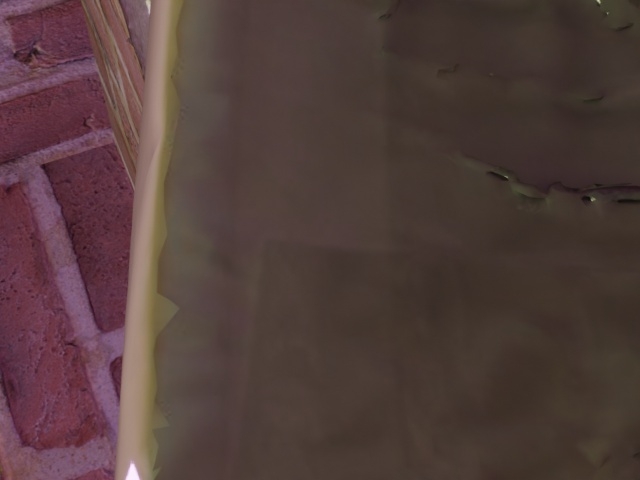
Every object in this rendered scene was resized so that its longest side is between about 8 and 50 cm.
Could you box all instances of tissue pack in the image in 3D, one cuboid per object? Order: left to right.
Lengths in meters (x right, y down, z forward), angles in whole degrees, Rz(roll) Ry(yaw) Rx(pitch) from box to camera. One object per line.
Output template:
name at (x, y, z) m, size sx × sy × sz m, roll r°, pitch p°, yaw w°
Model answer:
tissue pack at (0.057, 0.069, 0.571) m, size 0.405 × 0.205 × 0.331 m, roll 90°, pitch -178°, yaw -61°

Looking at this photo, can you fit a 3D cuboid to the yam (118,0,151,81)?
yam at (-0.063, -0.222, 1.089) m, size 0.168 × 0.168 × 0.304 m, roll -177°, pitch 68°, yaw -81°
